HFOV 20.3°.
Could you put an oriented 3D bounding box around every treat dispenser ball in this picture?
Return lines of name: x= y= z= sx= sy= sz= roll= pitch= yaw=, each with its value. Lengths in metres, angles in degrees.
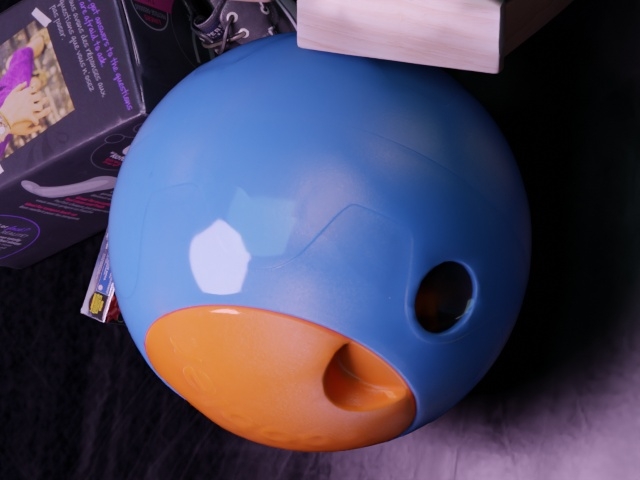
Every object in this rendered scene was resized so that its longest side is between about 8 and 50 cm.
treat dispenser ball: x=0.000 y=0.000 z=1.218 sx=0.288 sy=0.288 sz=0.288 roll=-5 pitch=80 yaw=32

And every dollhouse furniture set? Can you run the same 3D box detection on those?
dollhouse furniture set: x=0.044 y=-0.293 z=1.151 sx=0.286 sy=0.198 sz=0.303 roll=10 pitch=114 yaw=22

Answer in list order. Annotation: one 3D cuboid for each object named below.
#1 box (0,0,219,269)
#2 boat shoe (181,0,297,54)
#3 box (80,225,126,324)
box: x=-0.207 y=-0.096 z=1.439 sx=0.270 sy=0.165 sz=0.143 roll=-24 pitch=70 yaw=28
boat shoe: x=-0.071 y=-0.182 z=1.372 sx=0.080 sy=0.076 sz=0.228 roll=-24 pitch=96 yaw=42
box: x=-0.119 y=0.022 z=1.383 sx=0.027 sy=0.137 sz=0.094 roll=21 pitch=95 yaw=34
